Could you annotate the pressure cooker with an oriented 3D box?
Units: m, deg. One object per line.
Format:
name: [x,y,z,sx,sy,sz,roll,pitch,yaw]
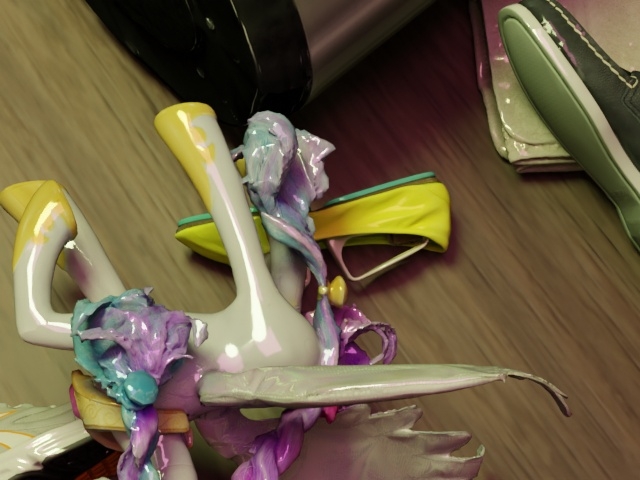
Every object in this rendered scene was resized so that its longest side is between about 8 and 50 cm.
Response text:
pressure cooker: [-0.007,-0.343,1.088,0.420,0.375,0.370,-39,75,-15]

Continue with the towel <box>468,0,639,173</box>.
towel: [0.232,-0.190,1.213,0.187,0.049,0.282,-1,67,-7]

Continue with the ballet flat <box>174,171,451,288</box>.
ballet flat: [0.000,0.000,1.101,0.231,0.077,0.077,-11,84,-11]

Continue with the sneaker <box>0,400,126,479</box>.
sneaker: [-0.255,0.149,1.004,0.262,0.099,0.121,-23,63,-16]

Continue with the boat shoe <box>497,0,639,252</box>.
boat shoe: [0.257,-0.084,1.095,0.091,0.114,0.302,-37,104,-5]

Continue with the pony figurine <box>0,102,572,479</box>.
pony figurine: [-0.047,0.087,0.930,0.351,0.303,0.363,-10,64,-10]
